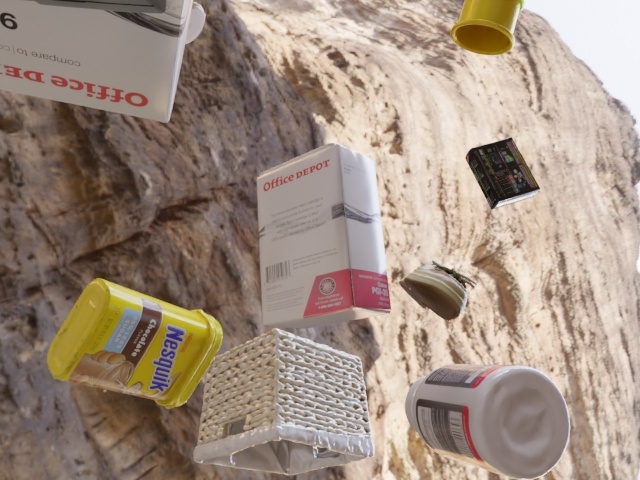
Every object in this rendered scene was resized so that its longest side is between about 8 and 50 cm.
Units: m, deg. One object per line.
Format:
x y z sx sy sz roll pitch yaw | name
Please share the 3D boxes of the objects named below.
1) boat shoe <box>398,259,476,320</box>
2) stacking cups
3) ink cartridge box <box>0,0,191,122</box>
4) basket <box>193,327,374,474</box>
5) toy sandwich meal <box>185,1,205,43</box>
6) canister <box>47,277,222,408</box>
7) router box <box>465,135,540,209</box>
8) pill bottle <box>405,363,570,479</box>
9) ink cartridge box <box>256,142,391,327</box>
0.211 0.074 1.051 0.089 0.285 0.104 -44 -87 -3 | boat shoe
0.277 -0.443 0.859 0.096 0.096 0.316 12 -95 39 | stacking cups
-0.262 -0.327 0.577 0.395 0.285 0.166 122 -26 -55 | ink cartridge box
-0.088 0.422 1.461 0.328 0.331 0.266 -30 -133 38 | basket
-0.230 -0.374 0.990 0.029 0.085 0.085 41 -54 15 | toy sandwich meal
-0.219 0.126 0.699 0.073 0.170 0.126 32 -89 44 | canister
0.342 -0.127 1.093 0.038 0.092 0.122 105 -34 -67 | router box
0.276 0.313 1.052 0.176 0.176 0.318 68 -19 4 | pill bottle
0.000 0.000 1.022 0.207 0.117 0.283 -17 -110 38 | ink cartridge box
